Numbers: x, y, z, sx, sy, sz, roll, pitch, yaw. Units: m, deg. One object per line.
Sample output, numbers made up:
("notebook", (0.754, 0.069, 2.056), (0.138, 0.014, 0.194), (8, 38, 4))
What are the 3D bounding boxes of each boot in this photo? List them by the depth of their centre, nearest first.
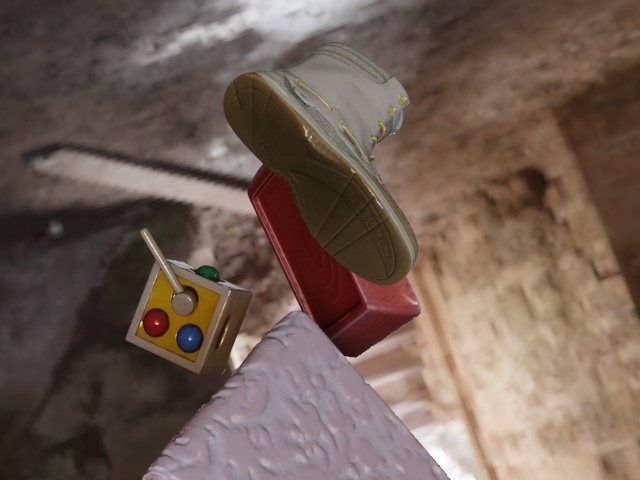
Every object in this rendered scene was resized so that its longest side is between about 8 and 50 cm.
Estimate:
("boot", (0.033, -0.072, 1.360), (0.077, 0.213, 0.165), (-45, 172, 35))

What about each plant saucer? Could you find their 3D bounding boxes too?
("plant saucer", (0.000, 0.000, 1.791), (0.048, 0.259, 0.258), (-23, 172, -20))

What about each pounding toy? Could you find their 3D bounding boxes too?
("pounding toy", (-0.169, 0.075, 1.968), (0.130, 0.141, 0.100), (22, -176, 21))

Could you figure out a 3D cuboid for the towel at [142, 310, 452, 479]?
("towel", (0.008, 0.254, 1.512), (0.053, 0.317, 0.332), (-38, -175, 30))
